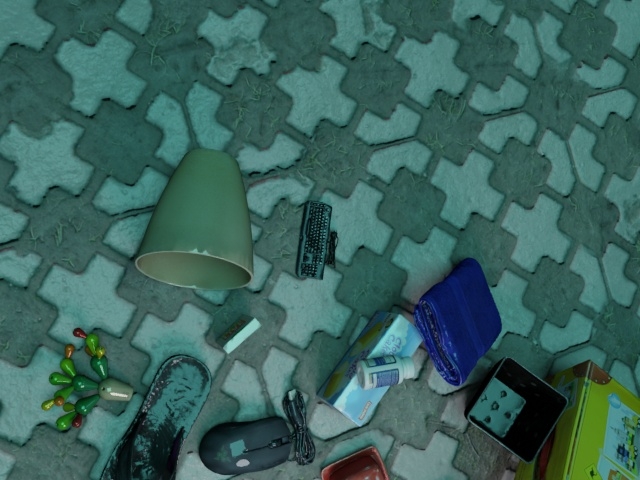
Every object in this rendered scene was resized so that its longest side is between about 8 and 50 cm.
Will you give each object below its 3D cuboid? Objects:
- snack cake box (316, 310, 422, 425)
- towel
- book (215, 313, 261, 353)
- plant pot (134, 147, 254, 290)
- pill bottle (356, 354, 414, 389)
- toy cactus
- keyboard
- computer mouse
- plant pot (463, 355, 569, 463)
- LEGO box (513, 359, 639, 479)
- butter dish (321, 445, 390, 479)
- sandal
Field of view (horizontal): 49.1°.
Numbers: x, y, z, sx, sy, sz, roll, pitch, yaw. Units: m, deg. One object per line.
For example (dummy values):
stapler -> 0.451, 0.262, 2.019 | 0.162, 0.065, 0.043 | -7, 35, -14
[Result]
snack cake box -> 0.118, 0.300, 1.678 | 0.089, 0.152, 0.264 | 40, 77, -9
towel -> 0.337, 0.191, 1.715 | 0.308, 0.076, 0.228 | -30, 101, -52
book -> -0.190, 0.215, 1.602 | 0.096, 0.144, 0.035 | -41, 97, -14
plant pot -> -0.262, -0.057, 1.565 | 0.256, 0.256, 0.274 | 10, 69, -14
pill bottle -> 0.146, 0.293, 1.572 | 0.120, 0.067, 0.067 | -7, 89, -15
toy cactus -> -0.503, 0.315, 1.543 | 0.180, 0.112, 0.219 | 19, 73, -23
keyboard -> 0.000, 0.000, 1.723 | 0.100, 0.038, 0.192 | 8, 86, -15
computer mouse -> -0.147, 0.470, 1.637 | 0.272, 0.072, 0.189 | -12, 91, -16
plant pot -> 0.465, 0.419, 1.748 | 0.187, 0.167, 0.188 | 36, 77, 3
LEGO box -> 0.671, 0.604, 1.667 | 0.372, 0.193, 0.500 | 38, 49, -5
butter dish -> 0.105, 0.600, 1.674 | 0.160, 0.118, 0.160 | -21, 93, -15
sandal -> -0.375, 0.470, 1.556 | 0.167, 0.107, 0.446 | 21, 82, -13
